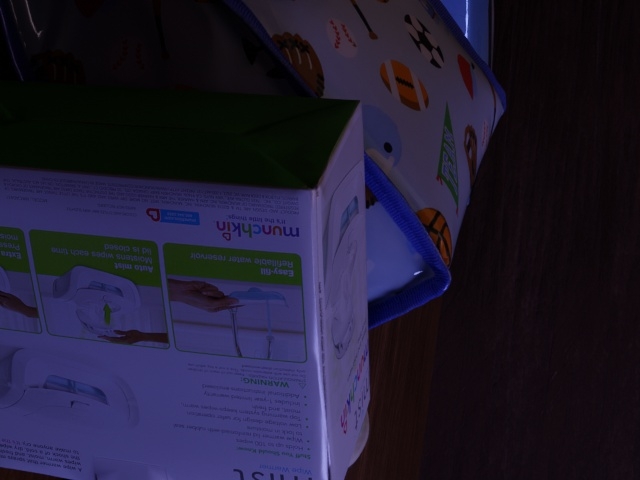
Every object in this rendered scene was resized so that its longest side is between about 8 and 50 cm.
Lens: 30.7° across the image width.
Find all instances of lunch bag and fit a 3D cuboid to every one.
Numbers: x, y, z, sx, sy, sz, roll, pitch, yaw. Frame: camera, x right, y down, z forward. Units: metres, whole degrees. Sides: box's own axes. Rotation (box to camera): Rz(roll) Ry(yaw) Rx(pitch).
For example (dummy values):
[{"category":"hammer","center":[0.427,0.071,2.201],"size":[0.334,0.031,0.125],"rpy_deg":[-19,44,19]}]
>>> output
[{"category":"lunch bag","center":[-0.048,-0.149,0.873],"size":[0.385,0.239,0.328],"rpy_deg":[52,29,-13]}]

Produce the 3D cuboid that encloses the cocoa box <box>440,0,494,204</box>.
[{"category":"cocoa box","center":[0.107,-0.253,1.564],"size":[0.228,0.231,0.347],"rpy_deg":[-67,158,-50]}]

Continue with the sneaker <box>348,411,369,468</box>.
[{"category":"sneaker","center":[-0.049,0.196,1.304],"size":[0.410,0.158,0.182],"rpy_deg":[-63,145,-63]}]

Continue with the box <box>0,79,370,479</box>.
[{"category":"box","center":[-0.108,0.034,0.729],"size":[0.127,0.261,0.231],"rpy_deg":[-64,154,-56]}]
